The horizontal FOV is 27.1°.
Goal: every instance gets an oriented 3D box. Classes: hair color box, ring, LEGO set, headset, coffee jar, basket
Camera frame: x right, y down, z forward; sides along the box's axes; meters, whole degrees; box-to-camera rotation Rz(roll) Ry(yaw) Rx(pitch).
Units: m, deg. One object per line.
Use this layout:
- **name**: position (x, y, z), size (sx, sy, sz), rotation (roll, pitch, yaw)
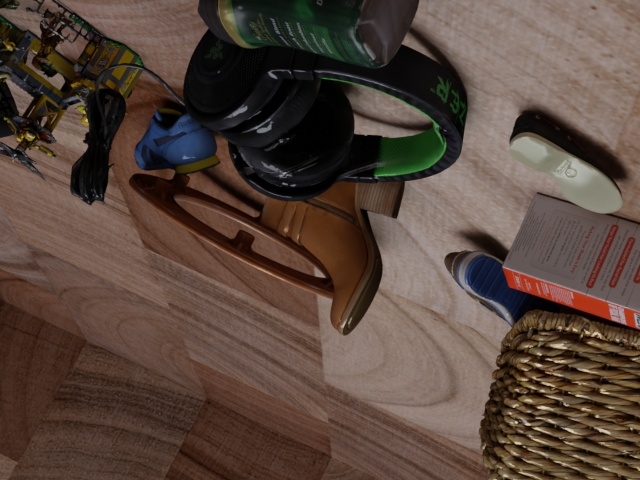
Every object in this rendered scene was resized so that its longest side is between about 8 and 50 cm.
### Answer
- **hair color box**: position (0.282, 0.024, 1.355), size (0.167, 0.093, 0.053), rotation (19, 161, 26)
- **ring**: position (-0.083, -0.011, 1.668), size (0.336, 0.032, 0.336), rotation (27, -174, -3)
- **LEGO set**: position (-0.391, -0.193, 1.549), size (0.331, 0.192, 0.255), rotation (40, 158, -33)
- **headset**: position (-0.056, -0.108, 1.308), size (0.394, 0.185, 0.243), rotation (5, 159, 20)
- **coffee jar**: position (-0.014, -0.208, 1.144), size (0.184, 0.096, 0.079), rotation (13, 157, 34)
- **basket**: position (0.355, 0.185, 1.577), size (0.299, 0.223, 0.213), rotation (11, -166, 1)

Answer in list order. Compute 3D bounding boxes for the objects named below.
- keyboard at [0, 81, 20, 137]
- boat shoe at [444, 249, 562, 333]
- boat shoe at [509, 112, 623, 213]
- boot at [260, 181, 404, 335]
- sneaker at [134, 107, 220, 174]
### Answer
- **keyboard**: position (-0.515, -0.200, 1.649), size (0.033, 0.317, 0.201), rotation (-35, 84, 31)
- **boat shoe**: position (0.220, 0.059, 1.594), size (0.183, 0.066, 0.066), rotation (38, 175, -34)
- **boat shoe**: position (0.234, -0.073, 1.250), size (0.133, 0.042, 0.049), rotation (33, 136, -18)
- **boot**: position (0.000, 0.000, 1.522), size (0.152, 0.197, 0.073), rotation (15, 169, 14)
- **sneaker**: position (-0.187, -0.131, 1.662), size (0.209, 0.069, 0.082), rotation (11, 121, 64)
